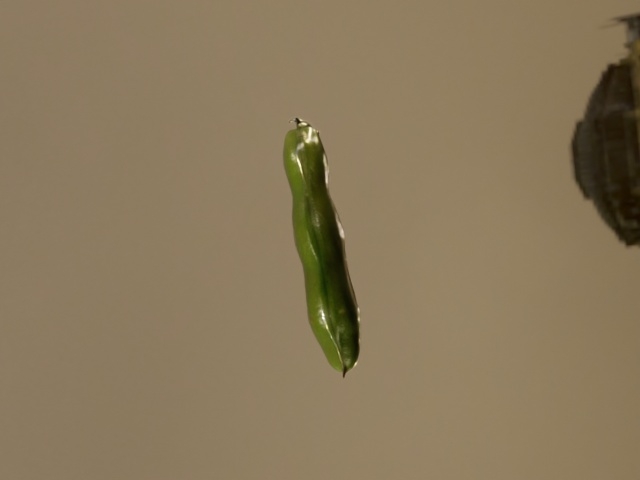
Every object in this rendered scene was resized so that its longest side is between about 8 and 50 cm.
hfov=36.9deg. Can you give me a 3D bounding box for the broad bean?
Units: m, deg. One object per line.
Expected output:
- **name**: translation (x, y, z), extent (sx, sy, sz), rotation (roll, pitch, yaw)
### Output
- **broad bean**: translation (-0.001, -0.001, 0.869), extent (0.065, 0.046, 0.255), rotation (59, -160, -73)
